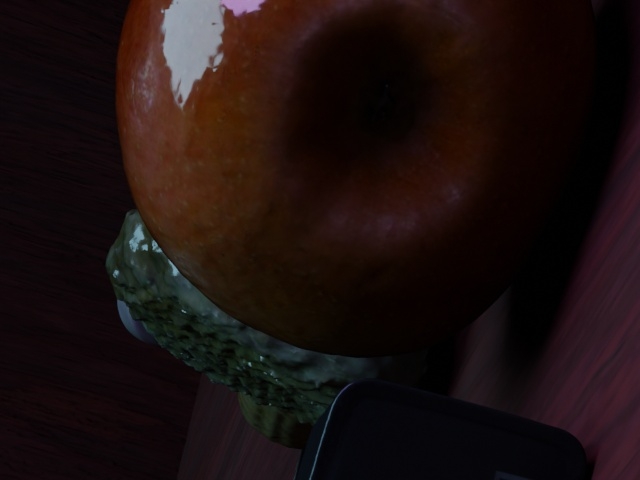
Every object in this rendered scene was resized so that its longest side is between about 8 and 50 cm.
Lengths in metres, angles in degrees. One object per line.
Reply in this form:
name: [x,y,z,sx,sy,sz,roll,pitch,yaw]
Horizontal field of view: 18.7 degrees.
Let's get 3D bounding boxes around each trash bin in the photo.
trash bin: [0.034,0.159,0.923,0.225,0.115,0.165,123,162,-83]

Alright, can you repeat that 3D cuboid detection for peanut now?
peanut: [-0.011,0.095,1.528,0.236,0.110,0.120,101,165,-70]

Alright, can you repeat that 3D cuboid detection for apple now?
apple: [0.021,-0.077,1.005,0.272,0.251,0.206,-56,24,7]

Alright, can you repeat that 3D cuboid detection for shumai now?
shumai: [0.000,0.000,1.287,0.222,0.225,0.260,-56,19,-10]

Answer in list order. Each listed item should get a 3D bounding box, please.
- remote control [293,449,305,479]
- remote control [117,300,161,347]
remote control: [-0.019,0.220,1.668,0.034,0.016,0.091,87,-167,-56]
remote control: [-0.040,0.002,1.418,0.022,0.245,0.077,24,137,52]
